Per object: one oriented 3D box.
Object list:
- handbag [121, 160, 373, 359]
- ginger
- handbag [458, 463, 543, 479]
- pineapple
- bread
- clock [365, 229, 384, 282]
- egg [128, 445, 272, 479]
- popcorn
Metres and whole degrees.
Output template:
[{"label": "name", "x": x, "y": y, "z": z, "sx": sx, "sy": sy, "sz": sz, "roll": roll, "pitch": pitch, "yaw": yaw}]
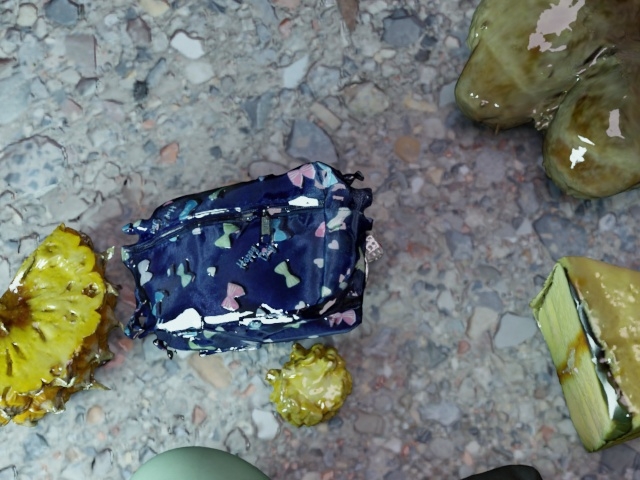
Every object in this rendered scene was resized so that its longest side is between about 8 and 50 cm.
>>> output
[{"label": "handbag", "x": -0.065, "y": 0.020, "z": 1.357, "sx": 0.260, "sy": 0.113, "sz": 0.162, "roll": -14, "pitch": 68, "yaw": 30}, {"label": "ginger", "x": 0.278, "y": -0.153, "z": 1.440, "sx": 0.244, "sy": 0.155, "sz": 0.304, "roll": -37, "pitch": 84, "yaw": -18}, {"label": "handbag", "x": 0.132, "y": 0.343, "z": 1.297, "sx": 0.223, "sy": 0.080, "sz": 0.247, "roll": -17, "pitch": 73, "yaw": -15}, {"label": "pineapple", "x": -0.261, "y": 0.103, "z": 1.380, "sx": 0.135, "sy": 0.079, "sz": 0.233, "roll": 37, "pitch": 77, "yaw": 10}, {"label": "bread", "x": 0.346, "y": 0.078, "z": 1.355, "sx": 0.264, "sy": 0.168, "sz": 0.163, "roll": -17, "pitch": 73, "yaw": -9}, {"label": "clock", "x": 0.000, "y": 0.000, "z": 1.435, "sx": 0.129, "sy": 0.041, "sz": 0.087, "roll": 44, "pitch": 81, "yaw": 7}, {"label": "egg", "x": -0.087, "y": 0.288, "z": 1.278, "sx": 0.168, "sy": 0.168, "sz": 0.231, "roll": -33, "pitch": 79, "yaw": -10}, {"label": "popcorn", "x": -0.011, "y": 0.137, "z": 1.385, "sx": 0.083, "sy": 0.057, "sz": 0.082, "roll": 11, "pitch": 79, "yaw": 0}]
